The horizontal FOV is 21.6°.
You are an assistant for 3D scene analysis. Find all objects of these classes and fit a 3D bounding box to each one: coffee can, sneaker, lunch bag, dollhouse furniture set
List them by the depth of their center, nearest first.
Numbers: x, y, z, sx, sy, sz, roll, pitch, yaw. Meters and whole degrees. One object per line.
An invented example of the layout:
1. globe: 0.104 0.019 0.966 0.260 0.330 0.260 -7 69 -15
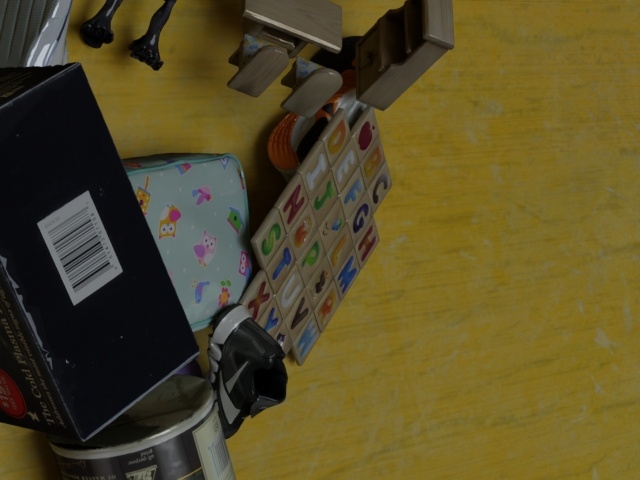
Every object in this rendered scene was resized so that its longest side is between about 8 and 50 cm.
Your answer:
1. sneaker: -0.324 -0.208 1.904 0.091 0.094 0.258 26 79 -60
2. coffee can: -0.190 0.323 1.981 0.201 0.201 0.275 -27 111 -39
3. lunch bag: -0.194 0.013 1.983 0.279 0.108 0.224 -16 105 -57
4. sneaker: -0.093 0.186 2.066 0.078 0.106 0.234 -39 154 -37
5. dollhouse furniture set: 0.021 -0.278 2.071 0.242 0.161 0.212 19 52 -26
6. sneaker: 0.020 -0.160 2.232 0.262 0.099 0.121 -55 146 -27

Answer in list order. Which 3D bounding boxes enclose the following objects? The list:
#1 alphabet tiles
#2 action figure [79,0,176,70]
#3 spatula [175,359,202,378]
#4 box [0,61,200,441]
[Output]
1. alphabet tiles: 0.000 0.000 2.180 0.342 0.011 0.285 -58 151 -27
2. action figure: -0.178 -0.345 1.985 0.164 0.141 0.275 27 76 -29
3. spatula: -0.236 0.087 2.036 0.084 0.030 0.296 -48 123 -31
4. box: -0.338 0.006 1.741 0.179 0.312 0.343 -37 117 -35
